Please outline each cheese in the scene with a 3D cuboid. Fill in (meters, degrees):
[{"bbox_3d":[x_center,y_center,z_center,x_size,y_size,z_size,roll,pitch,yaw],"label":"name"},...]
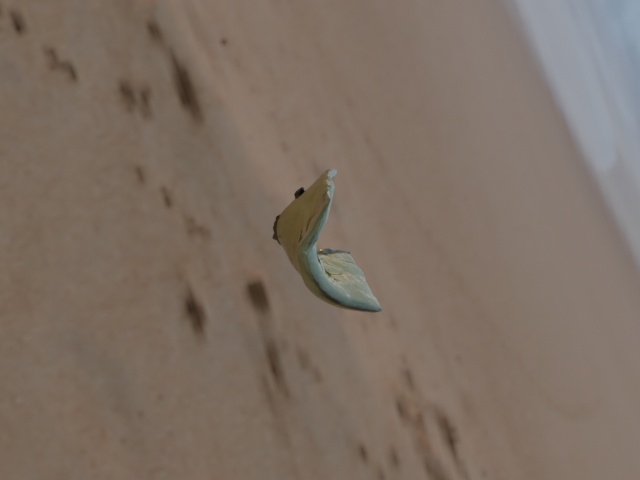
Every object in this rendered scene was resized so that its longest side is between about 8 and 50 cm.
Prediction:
[{"bbox_3d":[-0.001,0.000,0.999,0.060,0.041,0.084,-115,-172,-49],"label":"cheese"}]
